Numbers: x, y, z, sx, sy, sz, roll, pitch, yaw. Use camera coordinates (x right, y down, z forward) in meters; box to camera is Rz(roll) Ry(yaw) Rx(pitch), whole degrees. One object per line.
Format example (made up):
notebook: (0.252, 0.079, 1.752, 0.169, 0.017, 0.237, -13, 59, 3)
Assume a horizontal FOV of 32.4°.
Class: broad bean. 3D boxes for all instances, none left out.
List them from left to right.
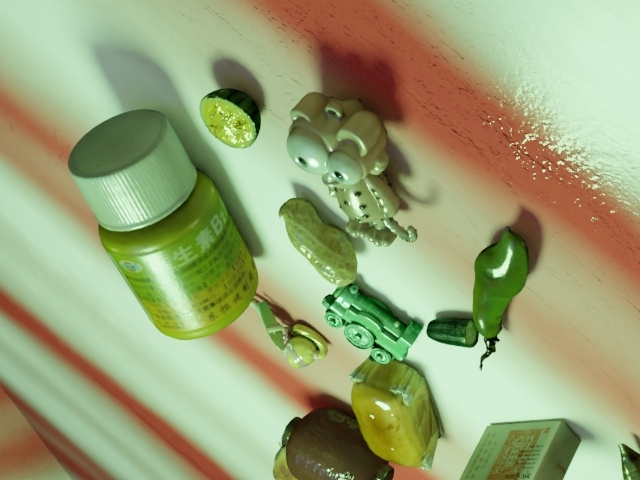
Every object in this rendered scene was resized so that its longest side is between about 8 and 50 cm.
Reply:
broad bean: (0.264, 0.077, 1.651, 0.075, 0.067, 0.325, 59, 164, 31)

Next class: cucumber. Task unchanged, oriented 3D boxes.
cucumber: (0.213, 0.148, 1.817, 0.105, 0.048, 0.048, 4, 136, 48)

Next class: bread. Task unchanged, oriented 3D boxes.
bread: (0.141, 0.330, 2.087, 0.136, 0.107, 0.241, 15, 143, 32)

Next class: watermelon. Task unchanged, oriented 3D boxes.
watermelon: (-0.134, -0.196, 1.714, 0.105, 0.062, 0.105, 21, 142, 18)

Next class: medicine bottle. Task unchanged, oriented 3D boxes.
medicine bottle: (-0.273, -0.026, 1.941, 0.224, 0.224, 0.384, 12, 141, 39)

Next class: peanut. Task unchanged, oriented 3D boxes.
peanut: (0.000, 0.000, 1.825, 0.174, 0.080, 0.080, 49, 150, -7)

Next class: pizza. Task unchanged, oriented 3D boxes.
pizza: (-0.014, 0.518, 2.538, 0.305, 0.086, 0.161, -19, 95, 54)

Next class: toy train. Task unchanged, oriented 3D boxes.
toy train: (0.086, 0.142, 1.928, 0.178, 0.071, 0.104, 36, 143, 3)

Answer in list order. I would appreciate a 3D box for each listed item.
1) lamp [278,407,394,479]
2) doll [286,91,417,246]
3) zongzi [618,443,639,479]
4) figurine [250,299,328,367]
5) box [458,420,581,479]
lamp: (0.042, 0.450, 2.306, 0.258, 0.180, 0.180, 24, 147, 22)
doll: (0.051, -0.096, 1.596, 0.154, 0.119, 0.278, 16, 148, 40)
zongzi: (0.535, 0.454, 1.842, 0.241, 0.111, 0.247, 53, 159, 11)
figurine: (-0.068, 0.178, 2.163, 0.187, 0.083, 0.083, 43, 153, 18)
box: (0.340, 0.385, 1.903, 0.058, 0.141, 0.201, 43, 152, -17)
